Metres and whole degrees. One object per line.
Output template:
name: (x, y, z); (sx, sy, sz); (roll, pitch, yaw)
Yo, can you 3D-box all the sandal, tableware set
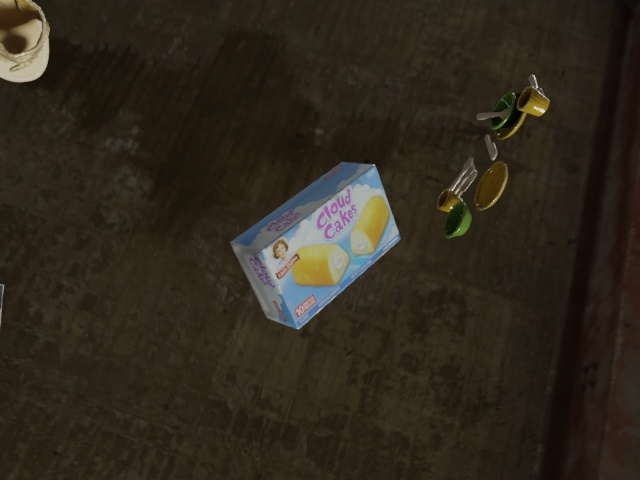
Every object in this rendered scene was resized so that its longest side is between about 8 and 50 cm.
sandal: (-0.335, -0.233, 0.699); (0.088, 0.240, 0.079); (-17, -117, -24)
tableware set: (0.153, -0.077, 0.601); (0.024, 0.154, 0.104); (23, -145, -13)

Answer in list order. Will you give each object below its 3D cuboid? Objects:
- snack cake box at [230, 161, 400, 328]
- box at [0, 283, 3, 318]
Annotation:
snack cake box: (0.000, 0.000, 1.072); (0.264, 0.152, 0.089); (-39, -149, -30)
box: (-0.687, 0.186, 1.124); (0.060, 0.270, 0.216); (9, -84, 26)
